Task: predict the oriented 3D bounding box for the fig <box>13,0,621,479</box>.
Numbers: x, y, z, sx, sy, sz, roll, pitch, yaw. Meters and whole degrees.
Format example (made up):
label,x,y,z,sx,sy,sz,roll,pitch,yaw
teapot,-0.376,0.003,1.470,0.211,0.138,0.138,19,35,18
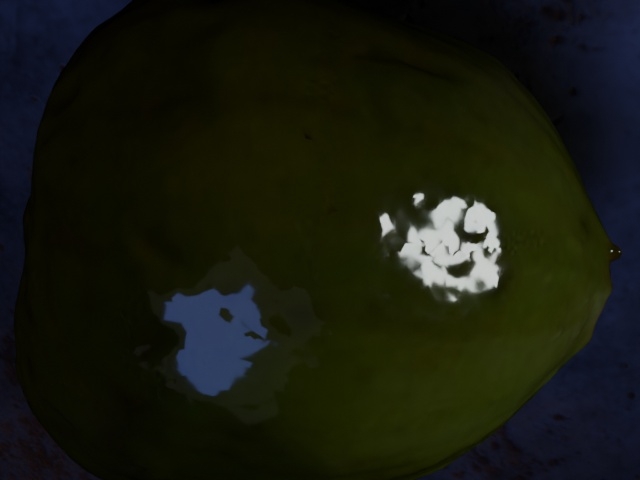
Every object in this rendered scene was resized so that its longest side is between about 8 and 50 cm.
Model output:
label,x,y,z,sx,sy,sz,roll,pitch,yaw
fig,-0.005,0.008,0.707,0.343,0.343,0.343,11,128,14
